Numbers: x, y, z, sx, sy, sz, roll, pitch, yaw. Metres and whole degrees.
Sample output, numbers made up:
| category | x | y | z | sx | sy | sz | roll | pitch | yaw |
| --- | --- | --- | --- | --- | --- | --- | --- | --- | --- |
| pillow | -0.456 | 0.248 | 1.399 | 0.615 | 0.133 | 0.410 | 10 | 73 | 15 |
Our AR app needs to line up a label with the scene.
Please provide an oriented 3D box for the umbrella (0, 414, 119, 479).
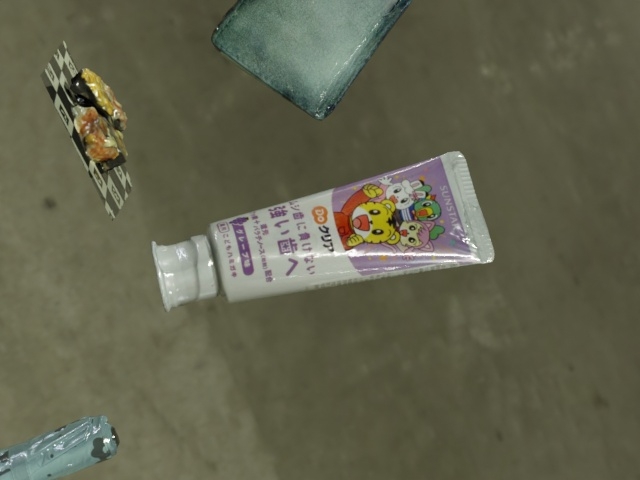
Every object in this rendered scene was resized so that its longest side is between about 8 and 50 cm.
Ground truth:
| category | x | y | z | sx | sy | sz | roll | pitch | yaw |
| --- | --- | --- | --- | --- | --- | --- | --- | --- | --- |
| umbrella | -0.330 | 0.240 | 1.590 | 0.052 | 0.250 | 0.053 | 108 | -37 | -83 |

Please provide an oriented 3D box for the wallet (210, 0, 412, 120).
| category | x | y | z | sx | sy | sz | roll | pitch | yaw |
| --- | --- | --- | --- | --- | --- | --- | --- | --- | --- |
| wallet | 0.037 | -0.347 | 1.964 | 0.190 | 0.379 | 0.046 | 36 | 17 | -5 |

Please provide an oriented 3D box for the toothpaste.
| category | x | y | z | sx | sy | sz | roll | pitch | yaw |
| --- | --- | --- | --- | --- | --- | --- | --- | --- | --- |
| toothpaste | 0.000 | 0.000 | 1.378 | 0.073 | 0.299 | 0.114 | 88 | -13 | -65 |

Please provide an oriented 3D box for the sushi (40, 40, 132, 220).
| category | x | y | z | sx | sy | sz | roll | pitch | yaw |
| --- | --- | --- | --- | --- | --- | --- | --- | --- | --- |
| sushi | -0.243 | -0.131 | 1.726 | 0.210 | 0.040 | 0.193 | -95 | 161 | -75 |
